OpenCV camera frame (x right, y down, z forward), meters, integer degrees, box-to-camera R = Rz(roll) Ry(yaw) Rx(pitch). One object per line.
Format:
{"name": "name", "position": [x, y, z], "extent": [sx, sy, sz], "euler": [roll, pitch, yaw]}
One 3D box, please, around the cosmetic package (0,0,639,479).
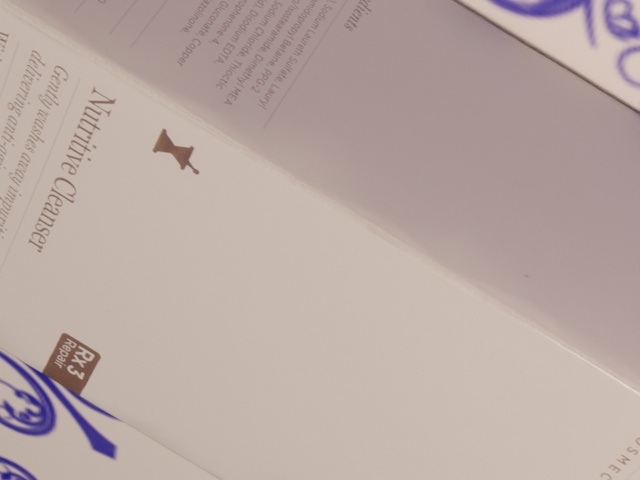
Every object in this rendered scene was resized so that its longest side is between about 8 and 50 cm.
{"name": "cosmetic package", "position": [0.000, 0.000, 0.790], "extent": [0.385, 0.156, 0.217], "euler": [31, 138, 1]}
